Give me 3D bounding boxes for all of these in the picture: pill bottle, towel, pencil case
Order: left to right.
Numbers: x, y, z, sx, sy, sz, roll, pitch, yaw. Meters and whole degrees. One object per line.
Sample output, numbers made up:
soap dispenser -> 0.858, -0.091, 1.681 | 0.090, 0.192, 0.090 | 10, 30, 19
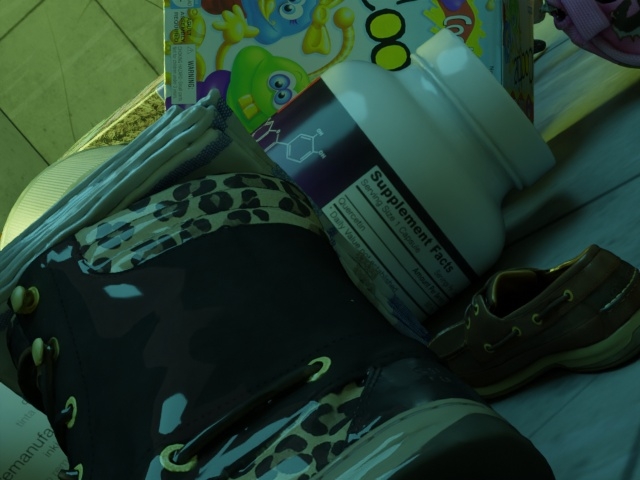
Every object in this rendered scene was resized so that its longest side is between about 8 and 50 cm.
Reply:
towel -> -0.069, 0.056, 0.876 | 0.209, 0.285, 0.034 | -38, 45, 5
pill bottle -> 0.000, 0.000, 1.020 | 0.323, 0.181, 0.181 | -39, 11, 4
pencil case -> 0.267, -0.259, 1.247 | 0.386, 0.167, 0.160 | -71, -1, -70

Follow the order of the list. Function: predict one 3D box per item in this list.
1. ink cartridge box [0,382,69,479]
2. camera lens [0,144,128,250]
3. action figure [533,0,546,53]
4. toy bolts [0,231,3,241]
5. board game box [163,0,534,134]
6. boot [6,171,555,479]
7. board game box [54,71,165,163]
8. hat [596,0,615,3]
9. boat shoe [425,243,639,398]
ink cartridge box -> -0.298, 0.164, 1.029 | 0.226, 0.306, 0.131 | -49, -23, -34
camera lens -> -0.151, 0.028, 1.260 | 0.219, 0.219, 0.274 | -43, 19, -15
action figure -> 0.096, -0.126, 1.429 | 0.330, 0.178, 0.341 | -48, 37, -7
toy bolts -> -0.217, 0.076, 1.480 | 0.158, 0.218, 0.228 | -23, 33, 9
board game box -> 0.026, -0.148, 1.183 | 0.275, 0.142, 0.144 | 1, 3, 18
boot -> -0.104, 0.132, 0.688 | 0.377, 0.138, 0.284 | -36, 36, 3
board game box -> -0.147, -0.061, 1.637 | 0.291, 0.232, 0.141 | -32, 14, 40
hat -> 0.305, -0.166, 0.795 | 0.331, 0.134, 0.331 | -28, -1, 0
boat shoe -> 0.112, 0.041, 0.796 | 0.064, 0.060, 0.178 | -47, 13, -33
